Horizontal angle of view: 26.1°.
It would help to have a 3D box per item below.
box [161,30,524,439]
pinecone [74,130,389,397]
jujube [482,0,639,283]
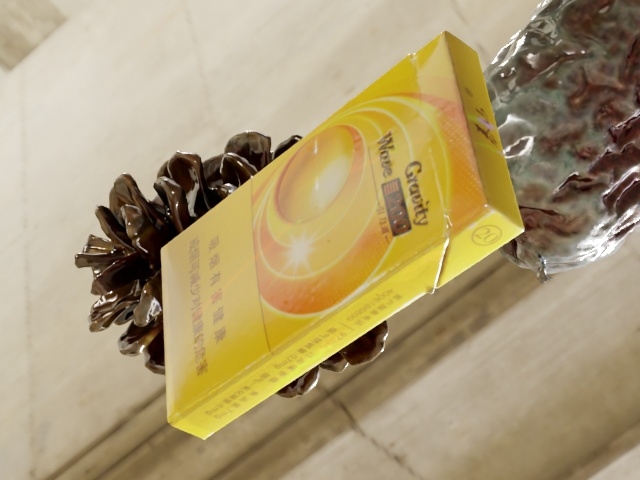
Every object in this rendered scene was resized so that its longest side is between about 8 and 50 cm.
[{"bbox_3d":[0.000,0.000,0.871,0.043,0.269,0.152,29,-143,-37],"label":"box"},{"bbox_3d":[-0.068,0.022,1.198,0.309,0.244,0.244,-1,-128,-50],"label":"pinecone"},{"bbox_3d":[0.253,-0.116,1.291,0.226,0.317,0.226,35,165,11],"label":"jujube"}]
